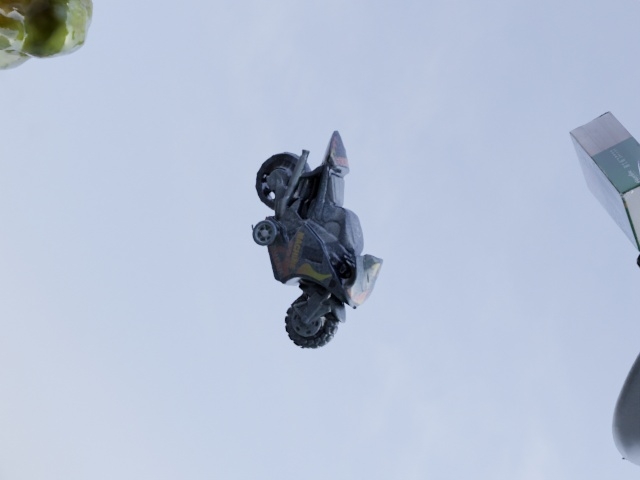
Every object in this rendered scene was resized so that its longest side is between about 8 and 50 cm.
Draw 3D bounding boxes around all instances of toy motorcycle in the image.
[{"bbox_3d":[0.000,0.000,1.439,0.173,0.108,0.307,-17,-103,21],"label":"toy motorcycle"}]

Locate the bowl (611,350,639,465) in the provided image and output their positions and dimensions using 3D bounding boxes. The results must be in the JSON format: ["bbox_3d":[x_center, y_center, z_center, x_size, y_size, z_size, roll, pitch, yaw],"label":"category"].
[{"bbox_3d":[0.315,0.050,0.429,0.157,0.346,0.345,56,-32,36],"label":"bowl"}]

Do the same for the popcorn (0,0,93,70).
[{"bbox_3d":[-0.344,-0.272,0.883,0.235,0.242,0.250,-104,174,-45],"label":"popcorn"}]

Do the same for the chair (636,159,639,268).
[{"bbox_3d":[0.433,0.029,1.038,0.186,0.160,0.319,-4,-62,26],"label":"chair"}]

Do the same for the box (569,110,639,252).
[{"bbox_3d":[0.484,-0.095,1.558,0.135,0.081,0.199,59,8,-37],"label":"box"}]
